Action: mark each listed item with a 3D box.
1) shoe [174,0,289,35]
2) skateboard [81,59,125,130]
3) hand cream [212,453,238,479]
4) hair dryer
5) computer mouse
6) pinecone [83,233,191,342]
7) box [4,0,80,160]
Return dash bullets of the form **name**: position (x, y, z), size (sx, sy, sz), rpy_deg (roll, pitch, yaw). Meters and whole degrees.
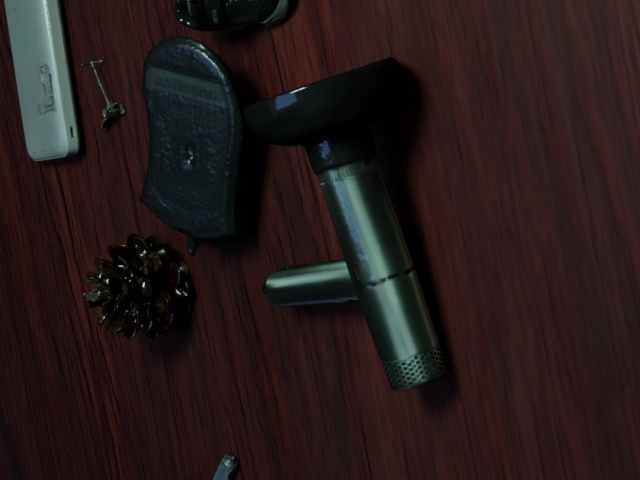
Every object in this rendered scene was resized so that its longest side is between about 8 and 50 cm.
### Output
- **shoe**: position (-0.108, -0.261, 1.521), size (0.169, 0.099, 0.071), rpy_deg (-9, 89, 53)
- **skateboard**: position (-0.289, -0.191, 1.845), size (0.083, 0.032, 0.064), rpy_deg (68, 152, 10)
- **hand cream**: position (-0.123, 0.296, 1.758), size (0.030, 0.019, 0.093), rpy_deg (56, 140, 30)
- **hair dryer**: position (-0.016, -0.010, 1.431), size (0.284, 0.155, 0.320), rpy_deg (-1, 106, 43)
- **computer mouse**: position (-0.130, -0.107, 1.604), size (0.147, 0.088, 0.264), rpy_deg (23, 118, 29)
- **pinecone**: position (-0.231, 0.060, 1.755), size (0.140, 0.121, 0.140), rpy_deg (11, 106, 43)
- **box**: position (-0.390, -0.254, 1.948), size (0.142, 0.044, 0.285), rpy_deg (-1, 99, 55)
